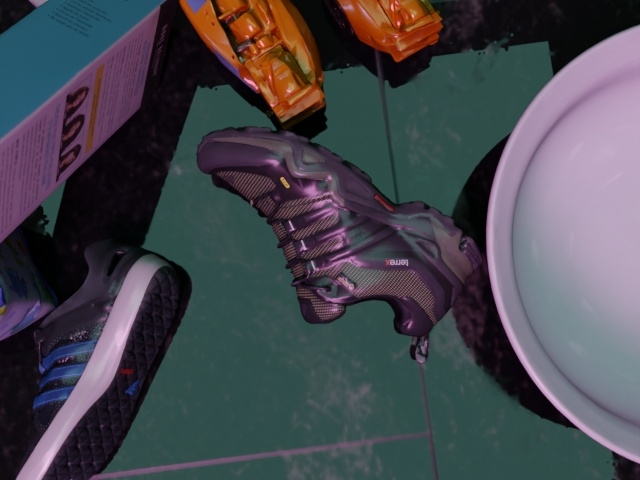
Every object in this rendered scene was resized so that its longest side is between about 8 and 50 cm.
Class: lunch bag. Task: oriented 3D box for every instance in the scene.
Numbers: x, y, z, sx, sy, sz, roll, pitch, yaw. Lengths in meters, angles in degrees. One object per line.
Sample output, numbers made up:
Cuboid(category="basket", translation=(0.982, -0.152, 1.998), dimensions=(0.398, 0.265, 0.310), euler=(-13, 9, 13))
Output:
Cuboid(category="lunch bag", translation=(-0.282, 0.052, 0.674), dimensions=(0.151, 0.129, 0.096), euler=(-27, 85, -2))

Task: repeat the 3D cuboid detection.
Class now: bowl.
Cuboid(category="bowl", translation=(0.254, 0.006, 0.662), dimensions=(0.297, 0.134, 0.298), euler=(0, 85, 2))

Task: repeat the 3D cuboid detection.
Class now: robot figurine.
Cuboid(category="robot figurine", translation=(-0.042, -0.243, 0.715), dimensions=(0.211, 0.085, 0.291), euler=(-32, 85, -2))

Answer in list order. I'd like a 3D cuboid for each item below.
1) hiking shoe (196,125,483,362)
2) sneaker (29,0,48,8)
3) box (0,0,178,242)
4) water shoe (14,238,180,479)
Cuboid(category="hiking shoe", translation=(0.000, 0.000, 0.692), dimensions=(0.227, 0.086, 0.114), euler=(27, 83, 3))
Cuboid(category="sneaker", translation=(-0.223, -0.281, 0.723), dimensions=(0.085, 0.086, 0.237), euler=(-17, 86, -2))
Cuboid(category="box", translation=(-0.185, -0.091, 0.631), dimensions=(0.060, 0.100, 0.244), euler=(28, 45, 4))
Cuboid(category="water shoe", translation=(-0.178, 0.097, 0.707), dimensions=(0.080, 0.073, 0.203), euler=(25, 82, 25))
